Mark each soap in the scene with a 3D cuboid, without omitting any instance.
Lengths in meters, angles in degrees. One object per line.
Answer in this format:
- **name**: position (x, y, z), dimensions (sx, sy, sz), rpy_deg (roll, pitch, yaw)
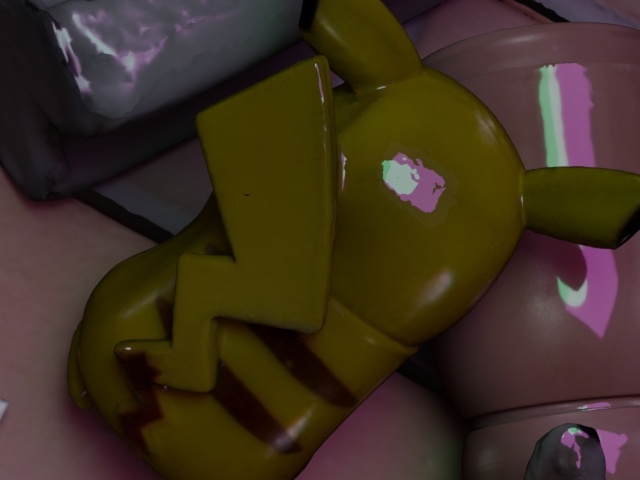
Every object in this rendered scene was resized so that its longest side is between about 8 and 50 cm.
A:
- **soap**: position (-0.061, -0.271, 1.092), dimensions (0.435, 0.213, 0.350), rpy_deg (-33, 89, -23)

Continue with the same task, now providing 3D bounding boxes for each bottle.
- **bottle**: position (0.158, 0.031, 1.110), dimensions (0.206, 0.173, 0.297), rpy_deg (10, 69, -50)

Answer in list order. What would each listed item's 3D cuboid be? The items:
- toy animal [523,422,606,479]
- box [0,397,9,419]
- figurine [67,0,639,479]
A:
- **toy animal**: position (0.155, 0.255, 0.969), dimensions (0.302, 0.225, 0.284), rpy_deg (-42, 104, 14)
- **box**: position (-0.270, 0.094, 1.021), dimensions (0.167, 0.024, 0.090), rpy_deg (29, 68, -9)
- **figurine**: position (-0.005, 0.005, 0.989), dimensions (0.218, 0.169, 0.327), rpy_deg (42, 103, -10)
